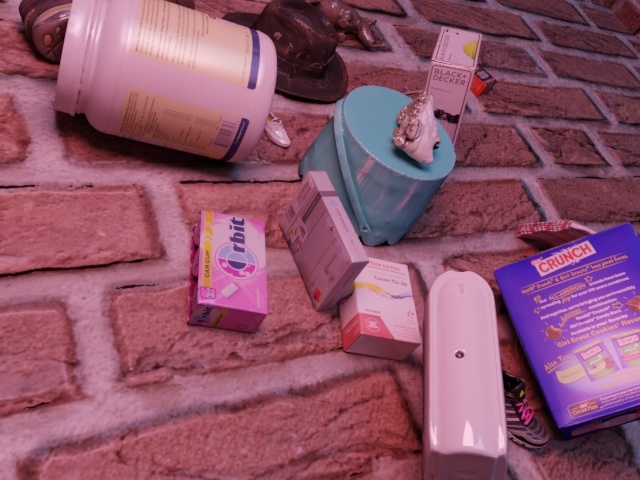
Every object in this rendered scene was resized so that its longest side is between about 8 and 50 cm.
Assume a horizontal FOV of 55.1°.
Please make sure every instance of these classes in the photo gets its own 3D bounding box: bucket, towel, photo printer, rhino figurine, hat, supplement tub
[{"bbox_3d":[0.110,-0.151,1.188,0.281,0.183,0.281,16,47,-18],"label":"bucket"},{"bbox_3d":[0.536,-0.002,1.331,0.144,0.197,0.029,21,83,-15],"label":"towel"},{"bbox_3d":[0.201,0.217,0.888,0.107,0.256,0.308,0,45,9],"label":"photo printer"},{"bbox_3d":[0.060,-0.576,1.601,0.243,0.073,0.106,23,48,-14],"label":"rhino figurine"},{"bbox_3d":[-0.060,-0.463,1.391,0.331,0.134,0.331,16,48,-19],"label":"hat"},{"bbox_3d":[-0.259,-0.277,1.038,0.324,0.235,0.236,11,49,-23],"label":"supplement tub"}]

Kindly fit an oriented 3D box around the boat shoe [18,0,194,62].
[{"bbox_3d":[-0.400,-0.449,1.175,0.130,0.132,0.355,48,44,13],"label":"boat shoe"}]

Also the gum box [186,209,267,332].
[{"bbox_3d":[-0.145,0.042,0.957,0.107,0.062,0.189,12,48,-22],"label":"gum box"}]

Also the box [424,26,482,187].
[{"bbox_3d":[0.259,-0.278,1.303,0.087,0.290,0.169,14,43,9],"label":"box"}]

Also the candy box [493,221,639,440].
[{"bbox_3d":[0.498,0.159,1.102,0.122,0.268,0.317,51,21,-53],"label":"candy box"}]

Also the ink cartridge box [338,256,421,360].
[{"bbox_3d":[0.094,0.096,1.051,0.115,0.067,0.198,13,48,-22],"label":"ink cartridge box"}]

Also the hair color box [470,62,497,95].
[{"bbox_3d":[0.432,-0.484,1.766,0.141,0.043,0.072,48,46,14],"label":"hair color box"}]

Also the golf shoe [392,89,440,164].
[{"bbox_3d":[0.183,-0.202,1.112,0.086,0.069,0.176,44,44,-21],"label":"golf shoe"}]

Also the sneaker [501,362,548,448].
[{"bbox_3d":[0.327,0.274,1.035,0.170,0.075,0.063,48,45,13],"label":"sneaker"}]

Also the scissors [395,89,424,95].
[{"bbox_3d":[0.167,-0.319,1.339,0.108,0.297,0.021,-13,101,-28],"label":"scissors"}]

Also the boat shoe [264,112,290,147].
[{"bbox_3d":[-0.093,-0.232,1.241,0.035,0.035,0.100,-24,68,-42],"label":"boat shoe"}]

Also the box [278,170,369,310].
[{"bbox_3d":[0.000,0.000,1.021,0.038,0.145,0.186,-4,55,-32],"label":"box"}]
